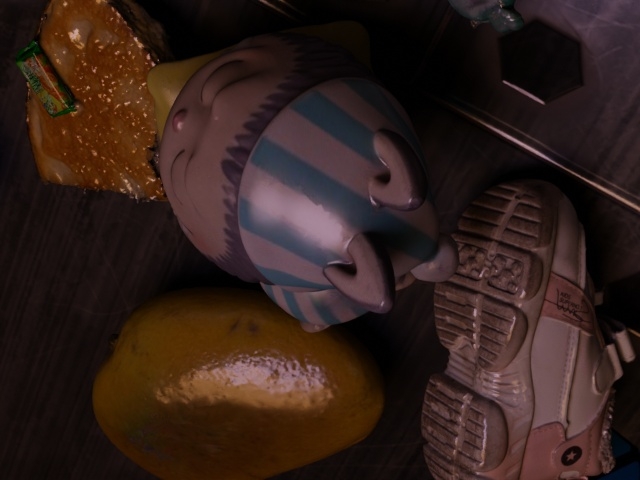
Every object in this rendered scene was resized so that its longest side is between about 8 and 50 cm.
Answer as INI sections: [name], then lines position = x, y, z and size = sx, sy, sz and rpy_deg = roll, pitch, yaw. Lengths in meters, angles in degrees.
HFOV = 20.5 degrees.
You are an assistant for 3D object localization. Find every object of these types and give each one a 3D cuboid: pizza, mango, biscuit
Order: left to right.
[biscuit]
position = -0.299, -0.172, 1.915
size = 0.046, 0.016, 0.089
rpy_deg = -21, 105, 45
[pizza]
position = -0.217, -0.160, 1.930
size = 0.223, 0.089, 0.323
rpy_deg = 31, 135, 13
[mango]
position = -0.097, 0.176, 2.066
size = 0.365, 0.182, 0.253
rpy_deg = 0, 124, 27

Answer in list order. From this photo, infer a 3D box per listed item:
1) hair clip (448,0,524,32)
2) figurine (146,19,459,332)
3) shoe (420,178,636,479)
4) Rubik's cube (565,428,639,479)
[hair clip]
position = 0.104, -0.361, 1.634
size = 0.095, 0.110, 0.359
rpy_deg = -29, 109, -4
[figurine]
position = 0.000, 0.000, 1.726
size = 0.266, 0.378, 0.361
rpy_deg = -27, 122, 4
[shoe]
position = 0.230, 0.105, 1.877
size = 0.198, 0.172, 0.351
rpy_deg = 2, 110, -27
[Rubik's cube]
position = 0.230, 0.251, 1.988
size = 0.284, 0.250, 0.234
rpy_deg = -8, 102, 36
